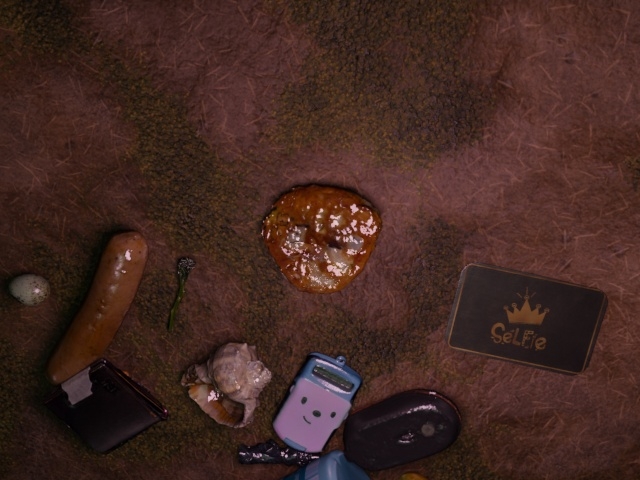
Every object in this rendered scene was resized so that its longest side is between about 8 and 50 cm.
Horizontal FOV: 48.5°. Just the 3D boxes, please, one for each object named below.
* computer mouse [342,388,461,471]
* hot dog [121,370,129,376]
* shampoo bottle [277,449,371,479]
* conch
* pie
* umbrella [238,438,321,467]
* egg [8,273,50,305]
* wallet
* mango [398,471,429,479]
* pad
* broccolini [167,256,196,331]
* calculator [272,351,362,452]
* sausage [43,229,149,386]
[{"bbox_3d":[0.210,0.490,1.853,0.324,0.116,0.182,-22,100,15],"label":"computer mouse"},{"bbox_3d":[-0.583,0.381,1.941,0.133,0.041,0.056,-10,103,8],"label":"hot dog"},{"bbox_3d":[-0.022,0.763,1.834,0.343,0.331,0.331,-32,99,11],"label":"shampoo bottle"},{"bbox_3d":[-0.224,0.358,1.847,0.291,0.159,0.210,-5,118,46],"label":"conch"},{"bbox_3d":[0.000,0.000,1.764,0.309,0.085,0.308,3,104,10],"label":"pie"},{"bbox_3d":[-0.110,0.580,1.936,0.224,0.080,0.071,4,69,1],"label":"umbrella"},{"bbox_3d":[-0.768,0.129,1.872,0.110,0.085,0.085,8,105,3],"label":"egg"},{"bbox_3d":[-0.575,0.451,1.908,0.221,0.071,0.262,-30,119,13],"label":"wallet"},{"bbox_3d":[0.271,0.701,1.918,0.115,0.089,0.164,-2,101,16],"label":"mango"},{"bbox_3d":[0.511,0.239,1.787,0.376,0.063,0.314,12,105,3],"label":"pad"},{"bbox_3d":[-0.368,0.143,1.869,0.044,0.042,0.218,15,111,0],"label":"broccolini"},{"bbox_3d":[-0.007,0.430,1.886,0.173,0.051,0.293,28,102,-1],"label":"calculator"},{"bbox_3d":[-0.579,0.193,1.851,0.136,0.123,0.500,31,106,2],"label":"sausage"}]
